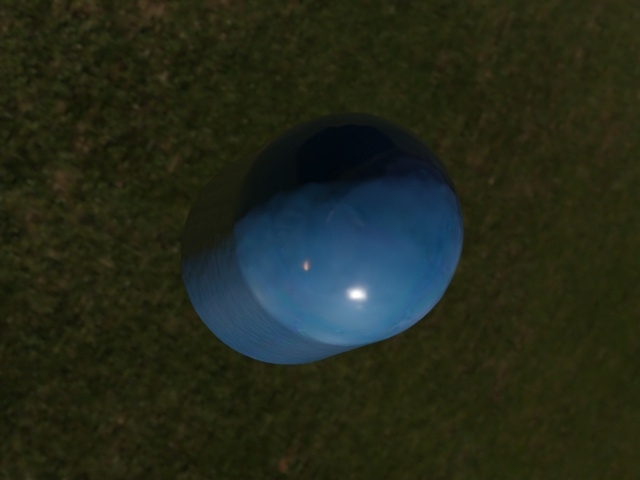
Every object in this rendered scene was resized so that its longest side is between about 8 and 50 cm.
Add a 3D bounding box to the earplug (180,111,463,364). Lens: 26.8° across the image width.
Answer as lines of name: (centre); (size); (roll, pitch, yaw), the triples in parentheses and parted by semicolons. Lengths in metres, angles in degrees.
earplug: (0.000, 0.000, 0.689); (0.132, 0.132, 0.273); (-59, -175, -8)
